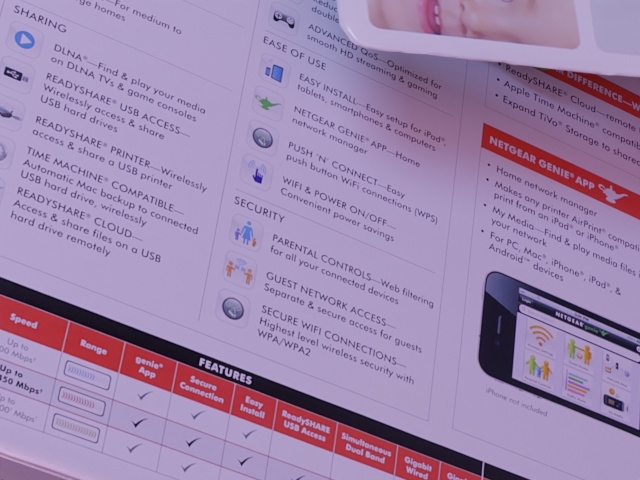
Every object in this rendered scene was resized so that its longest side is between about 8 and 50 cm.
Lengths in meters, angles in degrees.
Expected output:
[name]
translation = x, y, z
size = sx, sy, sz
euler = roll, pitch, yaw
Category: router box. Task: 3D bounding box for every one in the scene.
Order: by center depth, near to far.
[router box]
translation = 0.000, 0.000, 0.709
size = 0.335, 0.082, 0.301
euler = 23, 55, -20

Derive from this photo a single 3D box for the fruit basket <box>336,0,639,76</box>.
[fruit basket]
translation = 0.166, -0.203, 0.734
size = 0.353, 0.165, 0.327
euler = 1, 62, -9
